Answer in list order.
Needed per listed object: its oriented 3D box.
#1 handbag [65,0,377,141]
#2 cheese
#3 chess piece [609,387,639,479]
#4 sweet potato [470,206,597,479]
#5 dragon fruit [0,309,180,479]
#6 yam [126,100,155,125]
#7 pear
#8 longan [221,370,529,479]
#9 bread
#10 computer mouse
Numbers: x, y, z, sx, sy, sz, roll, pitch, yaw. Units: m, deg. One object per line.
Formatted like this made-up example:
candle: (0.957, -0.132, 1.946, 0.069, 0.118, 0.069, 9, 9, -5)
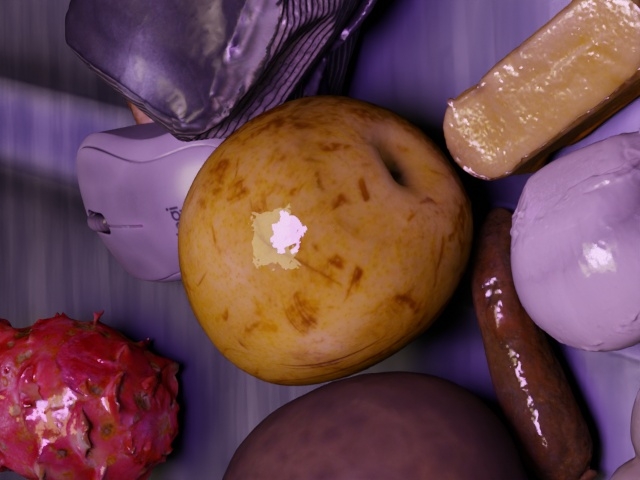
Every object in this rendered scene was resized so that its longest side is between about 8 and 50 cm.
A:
handbag: (-0.064, -0.272, 1.665, 0.247, 0.240, 0.341, 36, 114, 30)
cheese: (0.252, 0.007, 1.482, 0.198, 0.189, 0.154, -27, 109, 38)
chess piece: (0.304, 0.260, 1.467, 0.182, 0.182, 0.330, 18, 100, 36)
sweet potato: (0.188, 0.102, 1.602, 0.075, 0.075, 0.273, -27, 74, 37)
dragon fruit: (-0.287, 0.178, 1.901, 0.268, 0.205, 0.210, 31, 122, 17)
yam: (-0.223, -0.249, 1.908, 0.066, 0.066, 0.300, -30, 76, 37)
pear: (0.000, 0.000, 1.612, 0.280, 0.280, 0.281, 4, 96, 39)
longan: (0.050, 0.270, 1.580, 0.319, 0.319, 0.319, 4, 96, 39)
bread: (0.220, -0.143, 1.543, 0.245, 0.094, 0.102, -40, 79, 35)
computer mouse: (-0.153, -0.037, 1.811, 0.296, 0.121, 0.184, -4, 116, 34)
